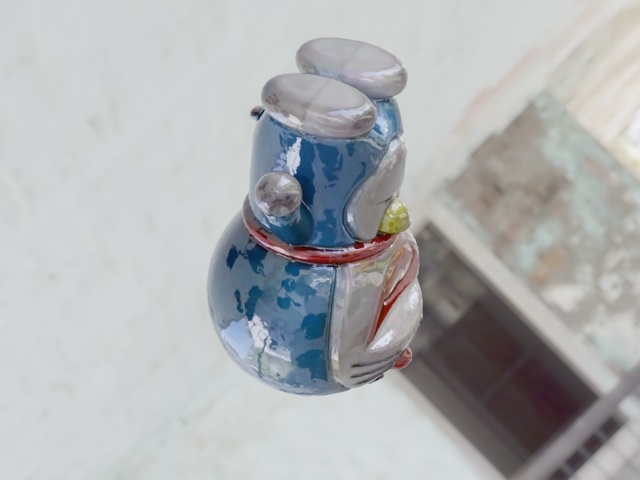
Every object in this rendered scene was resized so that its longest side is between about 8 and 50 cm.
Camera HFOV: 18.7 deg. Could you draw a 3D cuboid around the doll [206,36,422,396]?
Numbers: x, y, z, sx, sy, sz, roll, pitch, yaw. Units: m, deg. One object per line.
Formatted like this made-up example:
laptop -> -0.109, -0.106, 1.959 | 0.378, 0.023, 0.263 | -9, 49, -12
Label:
doll -> 0.000, 0.000, 0.754 | 0.114, 0.086, 0.152 | -48, -29, -52
